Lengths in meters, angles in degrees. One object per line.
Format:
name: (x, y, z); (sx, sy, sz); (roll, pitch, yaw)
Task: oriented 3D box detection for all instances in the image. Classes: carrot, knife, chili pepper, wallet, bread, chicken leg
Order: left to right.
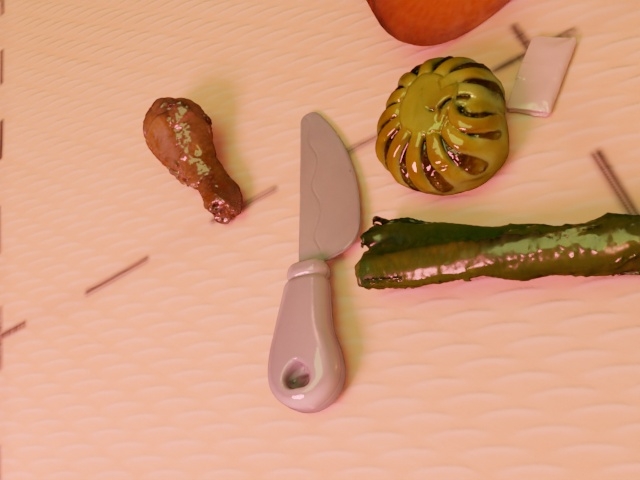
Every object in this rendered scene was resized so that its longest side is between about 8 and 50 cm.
chicken leg: (-0.145, -0.097, 0.757); (0.085, 0.069, 0.198); (-41, 61, 9)
knife: (0.002, 0.000, 0.648); (0.080, 0.044, 0.331); (-10, 60, 26)
carrot: (0.087, -0.344, 0.666); (0.196, 0.196, 0.254); (-35, 55, 11)
bread: (0.112, -0.110, 0.613); (0.130, 0.071, 0.139); (7, 71, 37)
wallet: (0.205, -0.154, 0.615); (0.044, 0.011, 0.083); (16, 77, 34)
chili pepper: (0.194, 0.016, 0.510); (0.359, 0.076, 0.085); (4, 45, 31)
